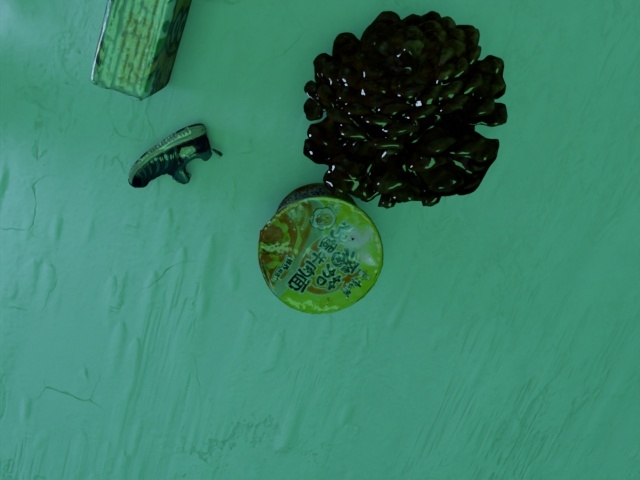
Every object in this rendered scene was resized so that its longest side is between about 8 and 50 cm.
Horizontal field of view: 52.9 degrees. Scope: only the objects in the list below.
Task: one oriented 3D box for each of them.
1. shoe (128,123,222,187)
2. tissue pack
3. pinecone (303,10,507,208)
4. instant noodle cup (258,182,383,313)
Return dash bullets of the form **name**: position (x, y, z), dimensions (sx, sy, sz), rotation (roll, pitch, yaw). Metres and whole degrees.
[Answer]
- **shoe**: position (-0.318, -0.166, 1.384), dimensions (0.207, 0.091, 0.106), rotation (-28, 102, 5)
- **tissue pack**: position (-0.321, -0.439, 1.216), dimensions (0.127, 0.228, 0.311), rotation (18, 109, -8)
- **pinecone**: position (0.151, -0.228, 1.238), dimensions (0.397, 0.398, 0.398), rotation (0, 110, -1)
- **instant noodle cup**: position (0.000, 0.000, 1.393), dimensions (0.264, 0.200, 0.265), rotation (0, 111, -1)
